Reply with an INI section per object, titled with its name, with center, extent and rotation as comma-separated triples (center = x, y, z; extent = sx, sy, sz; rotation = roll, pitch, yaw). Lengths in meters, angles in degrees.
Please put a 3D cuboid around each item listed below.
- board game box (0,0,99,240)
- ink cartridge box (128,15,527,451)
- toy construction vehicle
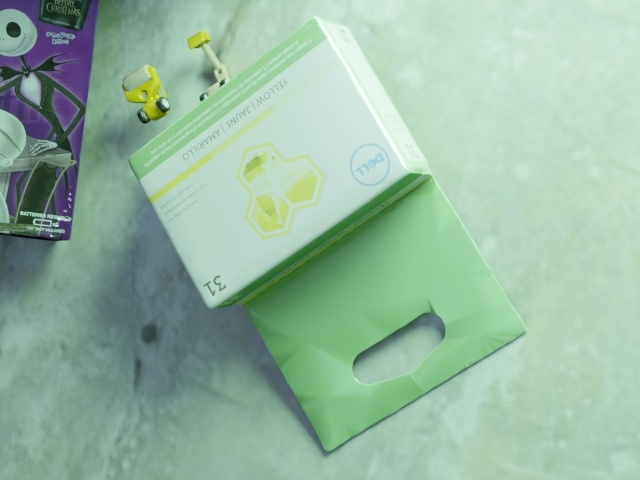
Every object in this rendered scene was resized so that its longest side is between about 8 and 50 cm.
[board game box]
center = -0.334, -0.120, 0.956
extent = 0.056, 0.346, 0.208
rotation = 174, 102, -65
[ink cartridge box]
center = 0.000, 0.000, 0.893
extent = 0.171, 0.056, 0.235
rotation = -34, 77, 21
[toy construction vehicle]
center = -0.092, -0.088, 0.978
extent = 0.086, 0.035, 0.098
rotation = -32, 80, 22
